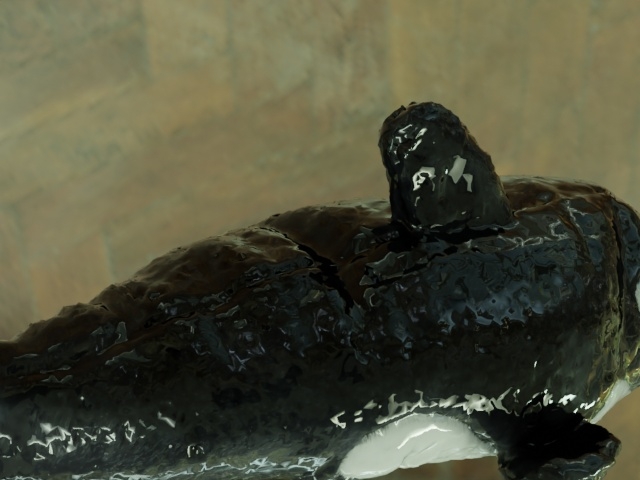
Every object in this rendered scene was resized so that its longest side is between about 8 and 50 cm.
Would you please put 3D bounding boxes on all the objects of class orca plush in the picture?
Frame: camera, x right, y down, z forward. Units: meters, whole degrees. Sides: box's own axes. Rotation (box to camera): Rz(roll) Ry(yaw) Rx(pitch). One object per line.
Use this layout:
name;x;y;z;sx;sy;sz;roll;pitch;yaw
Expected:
orca plush;0.000;0.000;0.565;0.287;0.151;0.102;1;114;-25
